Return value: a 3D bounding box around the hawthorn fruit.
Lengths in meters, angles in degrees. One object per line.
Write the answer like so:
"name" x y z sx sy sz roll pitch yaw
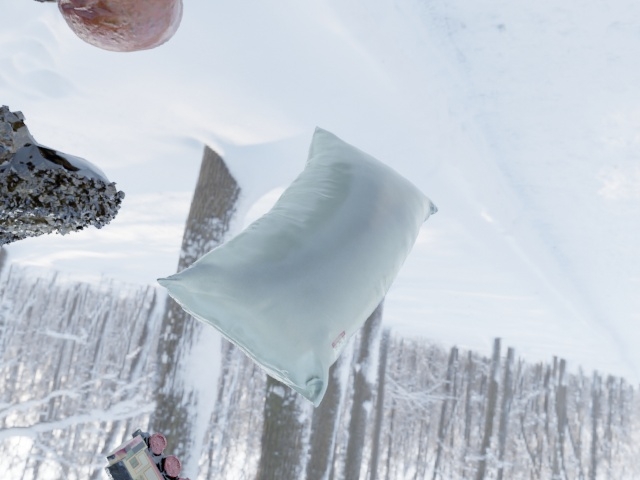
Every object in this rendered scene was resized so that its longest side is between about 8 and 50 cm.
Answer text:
"hawthorn fruit" -0.294 -0.345 0.781 0.201 0.179 0.179 -11 175 -12

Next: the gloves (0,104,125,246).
"gloves" -0.398 -0.061 0.714 0.313 0.135 0.210 -6 164 5

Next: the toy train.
"toy train" -0.233 0.331 0.785 0.050 0.137 0.087 -31 180 25

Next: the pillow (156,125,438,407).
"pillow" 0.000 -0.001 0.477 0.144 0.254 0.078 34 139 5
